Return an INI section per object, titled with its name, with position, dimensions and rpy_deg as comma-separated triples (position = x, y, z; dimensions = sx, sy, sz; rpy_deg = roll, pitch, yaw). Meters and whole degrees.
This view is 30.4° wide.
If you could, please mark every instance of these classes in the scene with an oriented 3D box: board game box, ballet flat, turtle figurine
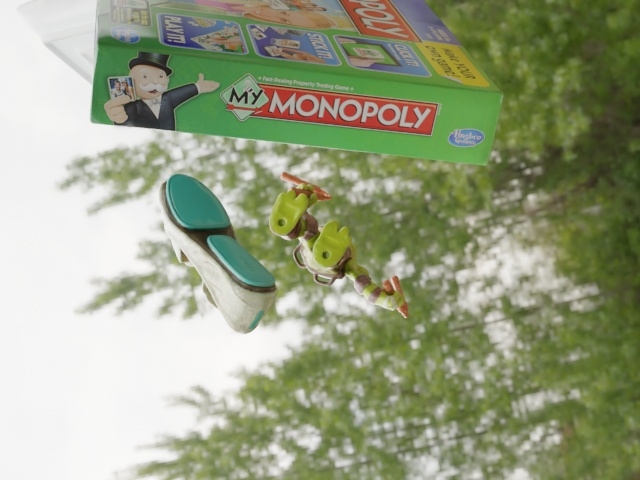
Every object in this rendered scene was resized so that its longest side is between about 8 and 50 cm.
[board game box]
position = -0.033, -0.137, 0.740
dimensions = 0.317, 0.214, 0.046
rpy_deg = -110, 27, -62
[ballet flat]
position = -0.089, 0.010, 0.915
dimensions = 0.057, 0.052, 0.168
rpy_deg = 4, -148, -34
[turtle figurine]
position = 0.000, 0.000, 1.511
dimensions = 0.269, 0.087, 0.217
rpy_deg = 52, -175, 18

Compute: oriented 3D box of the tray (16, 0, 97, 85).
[tray]
position = -0.149, -0.176, 1.054
dimensions = 0.145, 0.270, 0.030
rpy_deg = 40, -120, -40
